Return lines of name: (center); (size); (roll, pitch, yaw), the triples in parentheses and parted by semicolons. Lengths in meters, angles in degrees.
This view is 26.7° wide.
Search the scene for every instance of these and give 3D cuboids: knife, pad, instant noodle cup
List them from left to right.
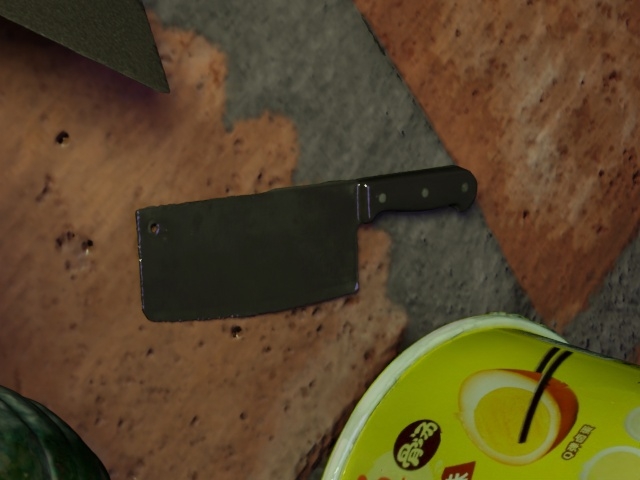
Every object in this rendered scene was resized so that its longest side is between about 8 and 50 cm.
pad: (-0.160, -0.144, 0.579); (0.211, 0.143, 0.003); (24, 122, -38)
knife: (0.000, 0.000, 0.782); (0.245, 0.019, 0.072); (-11, 104, -36)
instant noodle cup: (0.170, 0.204, 0.804); (0.311, 0.221, 0.311); (-3, 94, -39)

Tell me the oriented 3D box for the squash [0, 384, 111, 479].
squash: (-0.168, 0.154, 0.545); (0.218, 0.172, 0.218); (-8, 102, -39)
